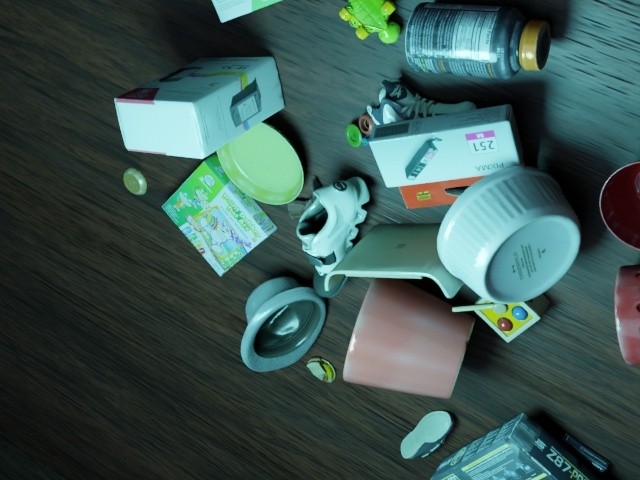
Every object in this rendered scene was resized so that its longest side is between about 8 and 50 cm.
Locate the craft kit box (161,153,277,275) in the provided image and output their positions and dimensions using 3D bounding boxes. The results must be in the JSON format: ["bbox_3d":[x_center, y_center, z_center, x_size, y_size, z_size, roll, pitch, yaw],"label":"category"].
[{"bbox_3d":[-0.266,-0.061,2.172,0.250,0.061,0.246,49,131,-2],"label":"craft kit box"}]

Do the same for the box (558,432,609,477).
[{"bbox_3d":[0.589,0.538,1.970,0.116,0.029,0.162,33,132,14],"label":"box"}]

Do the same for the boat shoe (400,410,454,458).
[{"bbox_3d":[0.288,0.503,2.156,0.065,0.075,0.206,14,135,-29],"label":"boat shoe"}]

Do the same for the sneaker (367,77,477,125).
[{"bbox_3d":[0.190,-0.268,1.680,0.235,0.094,0.153,-12,119,51],"label":"sneaker"}]

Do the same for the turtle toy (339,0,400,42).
[{"bbox_3d":[0.105,-0.443,1.645,0.095,0.066,0.130,-40,95,21],"label":"turtle toy"}]

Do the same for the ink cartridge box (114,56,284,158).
[{"bbox_3d":[-0.260,-0.300,1.833,0.226,0.306,0.131,7,122,31],"label":"ink cartridge box"}]

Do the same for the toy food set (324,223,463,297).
[{"bbox_3d":[0.184,0.053,1.809,0.306,0.220,0.092,-1,118,35],"label":"toy food set"}]

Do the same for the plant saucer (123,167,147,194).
[{"bbox_3d":[-0.517,-0.161,2.309,0.083,0.015,0.083,18,127,25],"label":"plant saucer"}]

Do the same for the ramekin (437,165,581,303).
[{"bbox_3d":[0.372,0.001,1.595,0.127,0.272,0.273,-122,31,-46],"label":"ramekin"}]

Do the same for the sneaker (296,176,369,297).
[{"bbox_3d":[0.000,0.000,1.937,0.122,0.146,0.331,50,139,42],"label":"sneaker"}]

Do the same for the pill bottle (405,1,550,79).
[{"bbox_3d":[0.289,-0.363,1.523,0.245,0.130,0.130,13,125,29],"label":"pill bottle"}]

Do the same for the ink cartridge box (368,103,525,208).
[{"bbox_3d":[0.261,-0.142,1.646,0.275,0.060,0.239,-6,134,23],"label":"ink cartridge box"}]

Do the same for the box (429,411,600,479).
[{"bbox_3d":[0.484,0.612,2.017,0.318,0.097,0.395,40,142,4],"label":"box"}]

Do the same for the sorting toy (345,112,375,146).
[{"bbox_3d":[0.100,-0.239,1.808,0.102,0.042,0.061,-35,80,56],"label":"sorting toy"}]

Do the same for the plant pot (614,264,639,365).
[{"bbox_3d":[0.654,0.134,1.556,0.174,0.191,0.191,-8,114,29],"label":"plant pot"}]

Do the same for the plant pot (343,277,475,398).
[{"bbox_3d":[0.207,0.231,1.895,0.243,0.275,0.275,18,128,11],"label":"plant pot"}]

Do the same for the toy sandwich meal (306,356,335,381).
[{"bbox_3d":[0.002,0.354,2.267,0.085,0.029,0.086,18,127,25],"label":"toy sandwich meal"}]

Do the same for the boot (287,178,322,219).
[{"bbox_3d":[-0.041,-0.097,2.002,0.114,0.037,0.106,3,118,39],"label":"boot"}]

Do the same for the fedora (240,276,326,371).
[{"bbox_3d":[-0.112,0.197,2.145,0.124,0.243,0.275,53,142,37],"label":"fedora"}]

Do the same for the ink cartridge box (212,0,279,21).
[{"bbox_3d":[-0.158,-0.610,1.690,0.198,0.115,0.273,-7,114,38],"label":"ink cartridge box"}]

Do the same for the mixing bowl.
[{"bbox_3d":[0.607,-0.080,1.505,0.181,0.098,0.181,17,127,25],"label":"mixing bowl"}]

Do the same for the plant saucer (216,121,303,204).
[{"bbox_3d":[-0.138,-0.193,1.984,0.241,0.037,0.241,20,136,20],"label":"plant saucer"}]

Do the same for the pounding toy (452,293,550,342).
[{"bbox_3d":[0.389,0.141,1.803,0.141,0.100,0.130,44,134,4],"label":"pounding toy"}]
